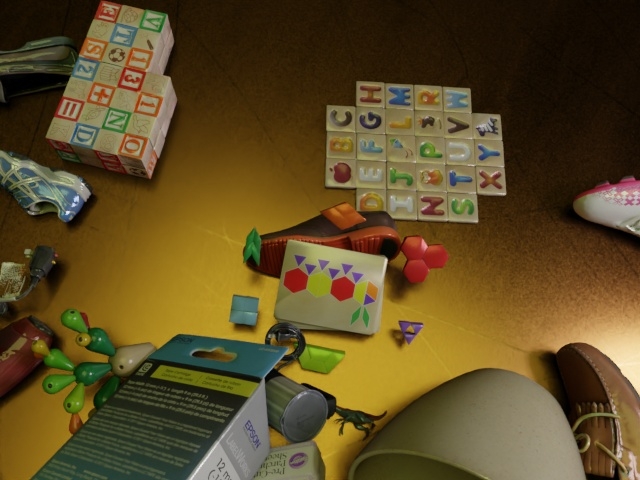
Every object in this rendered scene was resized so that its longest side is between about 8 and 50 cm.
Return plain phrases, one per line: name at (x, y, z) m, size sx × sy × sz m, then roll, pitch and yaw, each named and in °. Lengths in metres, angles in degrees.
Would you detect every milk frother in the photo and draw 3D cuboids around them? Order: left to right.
milk frother at (-0.048, 0.216, 0.987) m, size 0.129 × 0.135 × 0.143 m, roll -18°, pitch 108°, yaw -34°

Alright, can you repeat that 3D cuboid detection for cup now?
cup at (0.239, 0.327, 0.922) m, size 0.331 × 0.331 × 0.237 m, roll 34°, pitch 49°, yaw 7°

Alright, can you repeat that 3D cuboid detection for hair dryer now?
hair dryer at (-0.543, 0.150, 1.038) m, size 0.224 × 0.080 × 0.293 m, roll -5°, pitch 65°, yaw 9°

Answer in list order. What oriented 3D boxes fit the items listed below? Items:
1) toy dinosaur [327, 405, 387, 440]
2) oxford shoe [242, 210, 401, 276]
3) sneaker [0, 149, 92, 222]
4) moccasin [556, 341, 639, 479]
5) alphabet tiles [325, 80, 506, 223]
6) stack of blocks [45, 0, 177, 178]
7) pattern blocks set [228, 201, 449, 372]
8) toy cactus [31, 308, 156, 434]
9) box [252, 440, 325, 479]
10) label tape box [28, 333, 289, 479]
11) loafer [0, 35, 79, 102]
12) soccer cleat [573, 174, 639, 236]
toy dinosaur at (0.049, 0.292, 1.048) m, size 0.082 × 0.047 × 0.090 m, roll 39°, pitch 40°, yaw 17°
oxford shoe at (0.000, 0.000, 1.115) m, size 0.272 × 0.096 × 0.098 m, roll -4°, pitch 43°, yaw -1°
sneaker at (-0.511, -0.096, 1.101) m, size 0.211 × 0.080 × 0.081 m, roll 17°, pitch 69°, yaw 3°
moccasin at (0.437, 0.349, 0.996) m, size 0.147 × 0.139 × 0.379 m, roll -4°, pitch 74°, yaw -9°
alphabet tiles at (0.180, -0.172, 1.210) m, size 0.343 × 0.011 × 0.284 m, roll 3°, pitch 72°, yaw -3°
stack of blocks at (-0.357, -0.278, 1.166) m, size 0.171 × 0.087 × 0.296 m, roll 13°, pitch 72°, yaw 0°
pattern blocks set at (0.022, 0.080, 1.052) m, size 0.325 × 0.026 × 0.285 m, roll 19°, pitch 97°, yaw -5°
toy cactus at (-0.349, 0.206, 0.999) m, size 0.181 × 0.112 × 0.218 m, roll -15°, pitch 94°, yaw -43°
box at (-0.155, 0.361, 0.928) m, size 0.324 × 0.063 × 0.067 m, roll -13°, pitch 29°, yaw 11°
label tape box at (-0.213, 0.290, 0.902) m, size 0.249 × 0.115 × 0.347 m, roll 1°, pitch 33°, yaw 34°
loafer at (-0.569, -0.294, 1.157) m, size 0.268 × 0.096 × 0.084 m, roll -22°, pitch 81°, yaw -13°
soccer cleat at (0.627, -0.034, 1.141) m, size 0.332 × 0.116 × 0.143 m, roll 0°, pitch 72°, yaw -4°
